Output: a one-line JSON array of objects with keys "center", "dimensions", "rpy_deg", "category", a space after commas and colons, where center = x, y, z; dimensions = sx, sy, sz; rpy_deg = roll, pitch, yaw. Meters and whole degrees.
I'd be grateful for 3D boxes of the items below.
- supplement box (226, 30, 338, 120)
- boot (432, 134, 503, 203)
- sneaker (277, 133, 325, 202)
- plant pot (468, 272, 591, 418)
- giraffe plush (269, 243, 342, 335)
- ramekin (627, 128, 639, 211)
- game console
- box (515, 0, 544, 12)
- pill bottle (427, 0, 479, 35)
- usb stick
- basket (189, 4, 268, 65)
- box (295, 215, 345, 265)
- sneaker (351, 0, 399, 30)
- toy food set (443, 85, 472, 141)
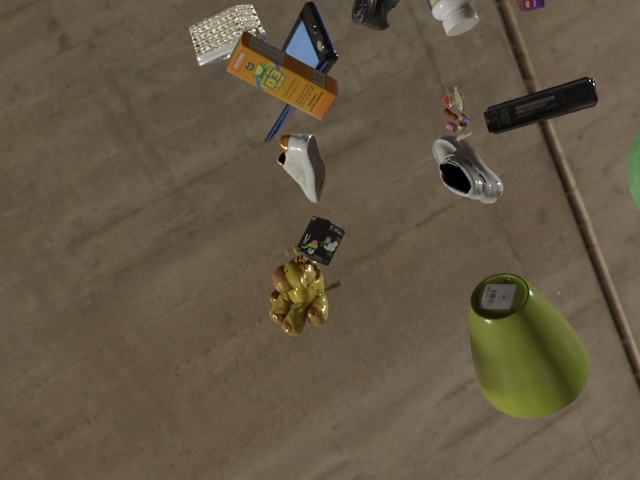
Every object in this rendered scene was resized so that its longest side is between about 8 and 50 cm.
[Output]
[{"center": [-0.080, -0.351, 1.479], "dimensions": [0.078, 0.233, 0.080], "rpy_deg": [-54, -160, 34], "category": "supplement box"}, {"center": [0.336, -0.190, 1.720], "dimensions": [0.123, 0.095, 0.258], "rpy_deg": [7, -148, -40], "category": "boot"}, {"center": [-0.061, -0.230, 2.138], "dimensions": [0.123, 0.290, 0.105], "rpy_deg": [9, -124, 17], "category": "sneaker"}, {"center": [0.459, 0.222, 1.620], "dimensions": [0.275, 0.293, 0.274], "rpy_deg": [-20, -141, 18], "category": "plant pot"}, {"center": [-0.054, 0.116, 1.785], "dimensions": [0.210, 0.170, 0.181], "rpy_deg": [-38, -130, -12], "category": "giraffe plush"}, {"center": [0.775, -0.140, 1.334], "dimensions": [0.303, 0.303, 0.148], "rpy_deg": [-26, -169, 1], "category": "ramekin"}, {"center": [-0.085, -0.437, 1.822], "dimensions": [0.173, 0.250, 0.293], "rpy_deg": [-19, 173, -22], "category": "game console"}, {"center": [0.451, -0.696, 1.562], "dimensions": [0.057, 0.293, 0.201], "rpy_deg": [-10, -142, 11], "category": "box"}, {"center": [0.316, -0.606, 1.694], "dimensions": [0.112, 0.186, 0.112], "rpy_deg": [-20, 171, -3], "category": "pill bottle"}, {"center": [0.558, -0.340, 1.753], "dimensions": [0.278, 0.077, 0.045], "rpy_deg": [-14, -172, 23], "category": "usb stick"}, {"center": [-0.241, -0.531, 1.780], "dimensions": [0.167, 0.103, 0.113], "rpy_deg": [-15, -168, 28], "category": "basket"}, {"center": [0.000, 0.000, 1.423], "dimensions": [0.062, 0.052, 0.083], "rpy_deg": [20, -100, 49], "category": "box"}, {"center": [0.193, -0.794, 2.164], "dimensions": [0.109, 0.130, 0.286], "rpy_deg": [23, -84, 63], "category": "sneaker"}, {"center": [0.324, -0.304, 1.672], "dimensions": [0.019, 0.122, 0.078], "rpy_deg": [-16, 176, -31], "category": "toy food set"}]
